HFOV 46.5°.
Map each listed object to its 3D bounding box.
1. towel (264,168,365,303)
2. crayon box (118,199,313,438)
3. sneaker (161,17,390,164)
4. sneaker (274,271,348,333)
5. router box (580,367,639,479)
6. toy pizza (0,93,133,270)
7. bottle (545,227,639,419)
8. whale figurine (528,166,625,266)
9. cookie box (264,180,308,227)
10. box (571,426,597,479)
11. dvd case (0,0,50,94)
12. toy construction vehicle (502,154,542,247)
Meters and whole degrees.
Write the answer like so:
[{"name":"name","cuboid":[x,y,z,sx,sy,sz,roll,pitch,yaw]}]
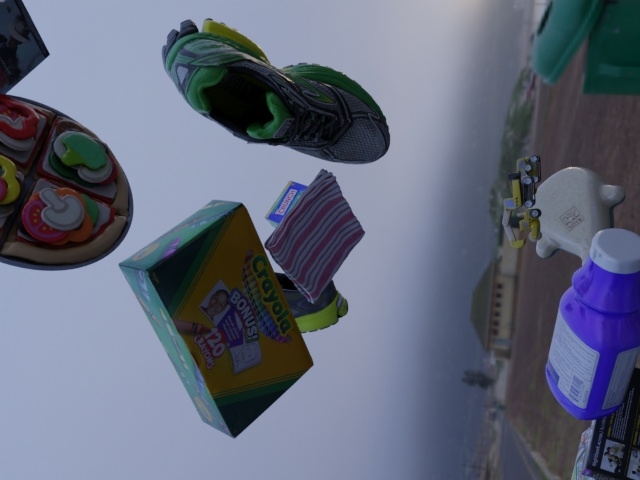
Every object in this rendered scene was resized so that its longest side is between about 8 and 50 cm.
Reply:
[{"name":"towel","cuboid":[0.000,0.000,1.090,0.144,0.029,0.197,-53,-32,-12]},{"name":"crayon box","cuboid":[-0.132,0.105,1.013,0.165,0.081,0.279,-39,-60,-32]},{"name":"sneaker","cuboid":[-0.047,-0.165,1.001,0.134,0.343,0.146,-56,36,29]},{"name":"sneaker","cuboid":[-0.104,0.127,1.436,0.111,0.299,0.121,-106,-5,-65]},{"name":"router box","cuboid":[0.482,0.285,1.125,0.046,0.133,0.179,74,-144,-61]},{"name":"toy pizza","cuboid":[-0.260,-0.062,0.670,0.032,0.201,0.201,-45,13,37]},{"name":"bottle","cuboid":[0.373,0.114,0.997,0.118,0.092,0.283,-118,19,-50]},{"name":"whale figurine","cuboid":[0.550,-0.026,1.545,0.141,0.216,0.272,30,-153,-36]},{"name":"cookie box","cuboid":[-0.034,-0.054,1.375,0.092,0.107,0.040,-58,-38,-16]},{"name":"box","cuboid":[0.560,0.462,1.522,0.207,0.036,0.114,-56,-6,-42]},{"name":"dvd case","cuboid":[-0.316,-0.169,0.701,0.119,0.013,0.087,-51,-19,-22]},{"name":"toy construction vehicle","cuboid":[0.225,-0.045,0.831,0.086,0.035,0.098,-20,-73,-66]}]
